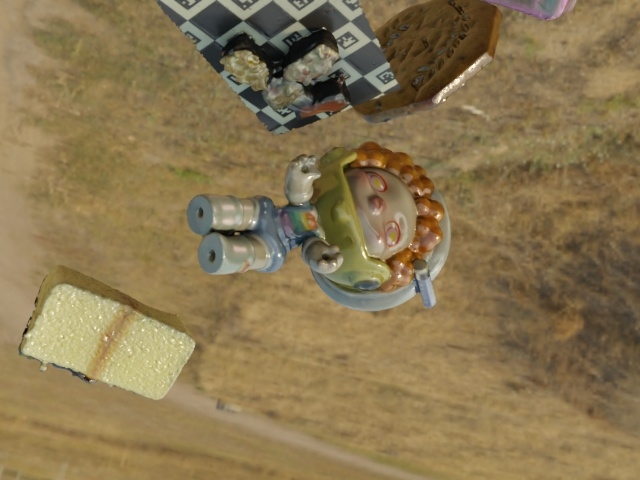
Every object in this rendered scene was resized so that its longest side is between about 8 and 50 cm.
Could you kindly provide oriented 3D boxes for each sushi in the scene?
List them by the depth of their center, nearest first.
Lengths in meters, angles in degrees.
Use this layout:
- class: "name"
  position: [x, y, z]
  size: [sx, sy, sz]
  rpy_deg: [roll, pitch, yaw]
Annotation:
- class: "sushi"
  position: [-0.032, -0.201, 1.011]
  size: [0.192, 0.043, 0.279]
  rpy_deg: [-18, 148, 15]

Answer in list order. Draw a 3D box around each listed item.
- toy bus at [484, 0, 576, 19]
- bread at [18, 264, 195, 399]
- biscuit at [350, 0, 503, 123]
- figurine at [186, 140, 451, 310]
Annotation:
- class: "toy bus"
  position: [0.248, -0.405, 1.283]
  size: [0.274, 0.090, 0.112]
  rpy_deg: [24, 131, 25]
- class: "bread"
  position: [-0.352, 0.145, 1.523]
  size: [0.266, 0.178, 0.142]
  rpy_deg: [25, 132, -23]
- class: "biscuit"
  position: [0.189, -0.365, 1.758]
  size: [0.359, 0.359, 0.046]
  rpy_deg: [-3, 140, 38]
- class: "figurine"
  position: [-0.010, -0.029, 1.184]
  size: [0.381, 0.225, 0.205]
  rpy_deg: [12, 151, -36]
